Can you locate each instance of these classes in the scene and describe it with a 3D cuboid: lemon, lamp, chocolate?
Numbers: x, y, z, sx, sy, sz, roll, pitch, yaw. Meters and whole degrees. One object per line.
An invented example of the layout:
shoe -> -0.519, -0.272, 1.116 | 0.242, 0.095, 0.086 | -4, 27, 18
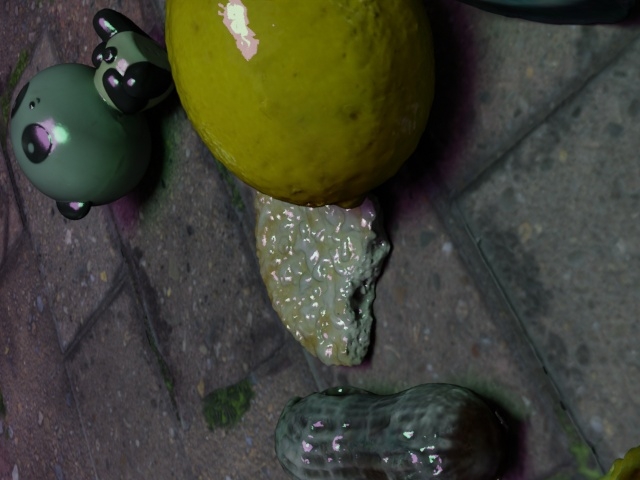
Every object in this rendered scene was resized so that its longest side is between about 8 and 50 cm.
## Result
lemon -> -0.017, -0.163, 0.726 | 0.236, 0.236, 0.263 | 19, 112, 46
lamp -> -0.289, -0.157, 1.066 | 0.244, 0.198, 0.197 | -46, 57, 25
chocolate -> 0.053, 0.181, 0.735 | 0.248, 0.110, 0.110 | -13, 79, 47

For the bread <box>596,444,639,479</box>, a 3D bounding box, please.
bread -> 0.289, 0.194, 0.493 | 0.269, 0.087, 0.098 | 10, 97, 46

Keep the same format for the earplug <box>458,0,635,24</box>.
earplug -> 0.177, -0.336, 0.587 | 0.185, 0.185, 0.324 | 22, 98, 45

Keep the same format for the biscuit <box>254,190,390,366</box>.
biscuit -> 0.000, 0.000, 0.845 | 0.188, 0.040, 0.265 | -28, 70, 43
